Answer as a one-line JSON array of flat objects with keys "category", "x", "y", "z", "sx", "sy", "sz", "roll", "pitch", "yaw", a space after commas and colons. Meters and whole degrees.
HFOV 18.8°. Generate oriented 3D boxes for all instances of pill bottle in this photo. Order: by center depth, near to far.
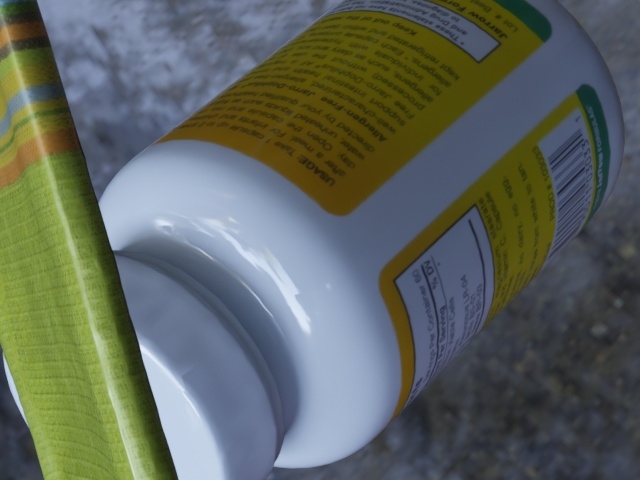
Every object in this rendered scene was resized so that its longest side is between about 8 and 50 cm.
[{"category": "pill bottle", "x": 0.000, "y": 0.000, "z": 0.630, "sx": 0.118, "sy": 0.208, "sz": 0.117, "roll": 26, "pitch": 137, "yaw": 27}]

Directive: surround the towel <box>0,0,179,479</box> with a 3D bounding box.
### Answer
[{"category": "towel", "x": -0.052, "y": 0.019, "z": 0.368, "sx": 0.102, "sy": 0.021, "sz": 0.237, "roll": 161, "pitch": 92, "yaw": -76}]
